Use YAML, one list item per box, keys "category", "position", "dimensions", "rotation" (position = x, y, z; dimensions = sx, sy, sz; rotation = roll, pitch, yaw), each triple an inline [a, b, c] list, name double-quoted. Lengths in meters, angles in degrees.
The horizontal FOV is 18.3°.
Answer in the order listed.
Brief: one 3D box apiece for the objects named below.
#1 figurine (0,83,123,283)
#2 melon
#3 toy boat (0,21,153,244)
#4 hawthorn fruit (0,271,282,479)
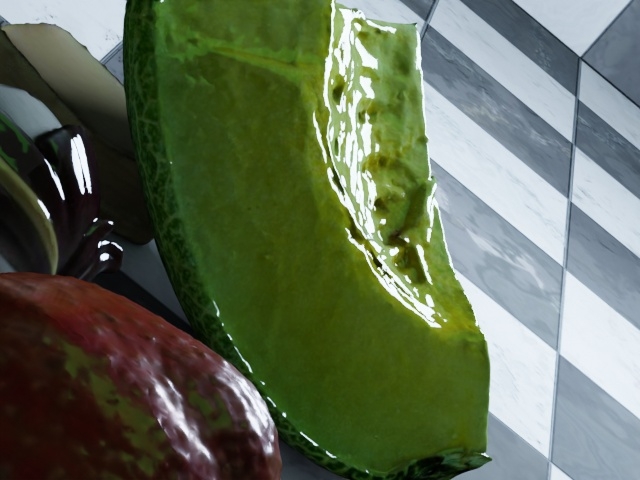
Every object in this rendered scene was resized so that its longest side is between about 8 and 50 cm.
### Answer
- category: "figurine"
  position: [-0.272, -0.062, 1.092]
  dimensions: [0.370, 0.167, 0.281]
  rotation: [34, -11, 6]
- category: "melon"
  position: [0.000, 0.000, 1.374]
  dimensions: [0.331, 0.226, 0.343]
  rotation: [32, 55, -74]
- category: "toy boat"
  position: [-0.175, -0.081, 1.453]
  dimensions: [0.188, 0.061, 0.116]
  rotation: [45, 19, 11]
- category: "hawthorn fruit"
  position: [-0.146, 0.101, 0.908]
  dimensions: [0.253, 0.205, 0.205]
  rotation: [37, 19, 5]
